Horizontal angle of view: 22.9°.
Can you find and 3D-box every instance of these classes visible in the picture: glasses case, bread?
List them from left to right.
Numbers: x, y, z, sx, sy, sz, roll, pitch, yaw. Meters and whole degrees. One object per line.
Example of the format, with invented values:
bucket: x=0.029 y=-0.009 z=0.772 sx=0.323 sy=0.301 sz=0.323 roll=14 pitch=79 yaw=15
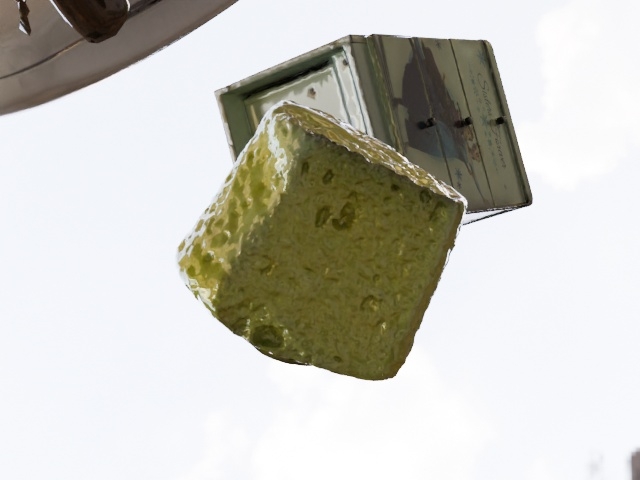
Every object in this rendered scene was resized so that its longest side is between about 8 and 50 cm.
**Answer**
glasses case: x=-0.093 y=-0.113 z=0.701 sx=0.233 sy=0.092 sz=0.059 roll=-40 pitch=-56 yaw=-42
bread: x=0.000 y=0.000 z=0.799 sx=0.129 sy=0.111 sz=0.114 roll=24 pitch=-75 yaw=-19

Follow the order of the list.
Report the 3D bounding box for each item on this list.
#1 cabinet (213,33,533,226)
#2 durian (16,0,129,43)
cabinet: x=0.047 y=-0.074 z=1.260 sx=0.206 sy=0.150 sz=0.145 roll=-8 pitch=-98 yaw=-56
durian: x=-0.081 y=-0.123 z=0.288 sx=0.196 sy=0.167 sz=0.196 roll=30 pitch=-126 yaw=-53
